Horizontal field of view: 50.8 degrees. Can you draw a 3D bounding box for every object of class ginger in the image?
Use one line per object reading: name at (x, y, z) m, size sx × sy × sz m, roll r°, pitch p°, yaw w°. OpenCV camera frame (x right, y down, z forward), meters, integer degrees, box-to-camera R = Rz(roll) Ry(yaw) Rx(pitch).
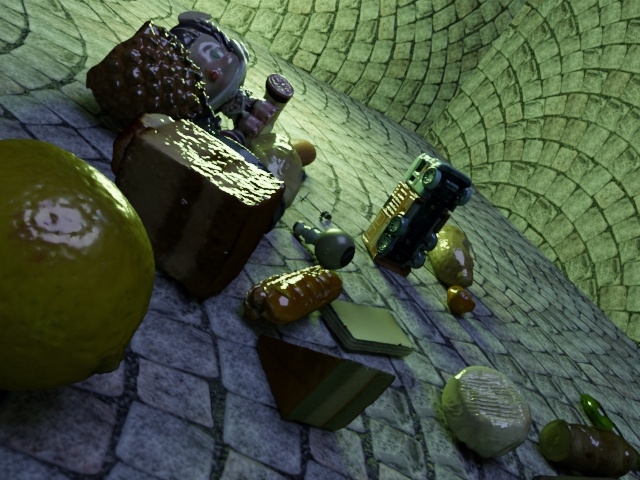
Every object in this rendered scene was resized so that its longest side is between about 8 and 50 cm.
ginger at (0.573, 0.440, 1.416) m, size 0.263 × 0.109 × 0.116 m, roll 23°, pitch 22°, yaw -31°

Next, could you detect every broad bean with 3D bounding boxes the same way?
broad bean at (0.724, 0.476, 1.687) m, size 0.065 × 0.046 × 0.254 m, roll 29°, pitch 21°, yaw -39°

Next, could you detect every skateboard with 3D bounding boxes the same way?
skateboard at (-0.007, -0.086, 1.747) m, size 0.083 × 0.032 × 0.064 m, roll 45°, pitch 11°, yaw 16°

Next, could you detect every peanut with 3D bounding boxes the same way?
peanut at (-0.115, -0.165, 1.566) m, size 0.152 × 0.152 × 0.313 m, roll 32°, pitch 18°, yaw -13°
peanut at (0.382, 0.047, 1.963) m, size 0.137 × 0.122 × 0.253 m, roll 40°, pitch 21°, yaw -16°

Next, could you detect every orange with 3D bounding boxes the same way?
orange at (0.362, 0.158, 1.769) m, size 0.086 × 0.062 × 0.086 m, roll 48°, pitch 9°, yaw -10°

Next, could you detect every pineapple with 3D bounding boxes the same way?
pineapple at (-0.307, -0.273, 1.437) m, size 0.357 × 0.223 × 0.223 m, roll 46°, pitch 17°, yaw -17°

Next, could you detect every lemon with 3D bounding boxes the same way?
lemon at (-0.303, 0.023, 0.687) m, size 0.267 × 0.267 × 0.267 m, roll 32°, pitch 20°, yaw -13°

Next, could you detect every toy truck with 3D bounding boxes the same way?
toy truck at (0.241, -0.075, 1.739) m, size 0.136 × 0.305 × 0.162 m, roll 25°, pitch 18°, yaw -30°

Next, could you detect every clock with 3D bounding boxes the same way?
clock at (-0.166, -0.105, 1.275) m, size 0.226 × 0.226 × 0.049 m, roll 38°, pitch 62°, yaw 2°

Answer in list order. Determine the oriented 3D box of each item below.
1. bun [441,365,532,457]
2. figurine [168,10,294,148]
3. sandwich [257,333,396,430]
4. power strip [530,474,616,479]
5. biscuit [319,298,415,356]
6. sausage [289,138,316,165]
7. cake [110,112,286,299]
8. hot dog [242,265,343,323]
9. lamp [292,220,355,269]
bun at (0.303, 0.322, 1.249) m, size 0.164 × 0.111 × 0.188 m, roll 11°, pitch 31°, yaw -18°
figurine at (-0.272, -0.380, 1.707) m, size 0.361 × 0.253 × 0.211 m, roll 42°, pitch -25°, yaw -7°
sandwich at (0.002, 0.173, 1.011) m, size 0.117 × 0.144 × 0.187 m, roll 26°, pitch 23°, yaw -35°
power strip at (0.482, 0.480, 1.244) m, size 0.387 × 0.066 × 0.092 m, roll 18°, pitch 25°, yaw -42°
biscuit at (0.092, 0.172, 1.317) m, size 0.199 × 0.040 × 0.121 m, roll 17°, pitch 24°, yaw -44°
sausage at (-0.084, -0.237, 1.870) m, size 0.086 × 0.086 × 0.289 m, roll 40°, pitch 18°, yaw 7°
cake at (-0.231, -0.070, 1.103) m, size 0.293 × 0.198 × 0.196 m, roll 33°, pitch 25°, yaw 3°
hot dog at (-0.046, 0.092, 1.190) m, size 0.269 × 0.115 × 0.072 m, roll -20°, pitch 103°, yaw -67°
lamp at (0.000, 0.000, 1.498) m, size 0.163 × 0.091 × 0.091 m, roll 31°, pitch 15°, yaw 31°
